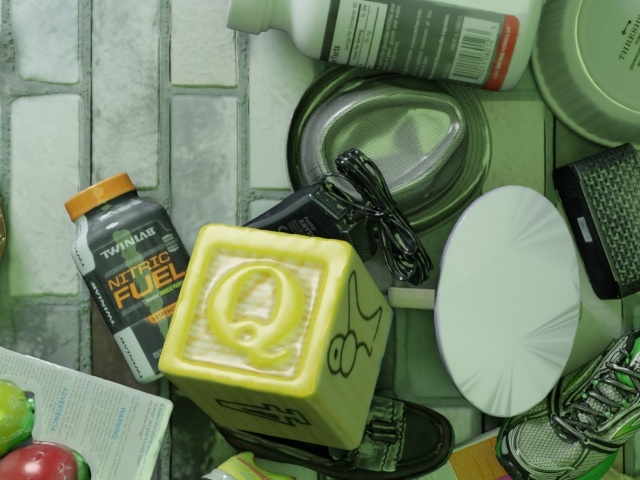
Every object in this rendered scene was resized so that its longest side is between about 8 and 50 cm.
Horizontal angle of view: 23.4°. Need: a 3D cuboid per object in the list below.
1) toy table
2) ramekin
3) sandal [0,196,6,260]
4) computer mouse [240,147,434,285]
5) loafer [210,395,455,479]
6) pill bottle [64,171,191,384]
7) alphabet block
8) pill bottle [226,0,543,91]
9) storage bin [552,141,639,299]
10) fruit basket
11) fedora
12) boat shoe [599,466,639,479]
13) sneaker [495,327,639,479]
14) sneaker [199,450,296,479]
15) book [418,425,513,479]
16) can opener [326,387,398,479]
[{"bbox_3d":[0.220,0.075,1.918,0.252,0.161,0.274,16,87,-5],"label":"toy table"},{"bbox_3d":[0.410,-0.253,1.967,0.272,0.127,0.273,0,88,-6],"label":"ramekin"},{"bbox_3d":[-0.429,-0.035,1.919,0.072,0.049,0.180,-6,73,-11],"label":"sandal"},{"bbox_3d":[0.000,0.000,1.898,0.272,0.072,0.188,-23,106,32],"label":"computer mouse"},{"bbox_3d":[0.007,0.231,1.861,0.302,0.095,0.109,3,75,22],"label":"loafer"},{"bbox_3d":[-0.221,0.042,1.891,0.130,0.130,0.246,-28,90,-6],"label":"pill bottle"},{"bbox_3d":[-0.045,0.112,1.773,0.193,0.197,0.192,6,67,20],"label":"alphabet block"},{"bbox_3d":[0.079,-0.311,1.873,0.363,0.210,0.210,10,86,-2],"label":"pill bottle"},{"bbox_3d":[0.371,-0.023,1.955,0.084,0.122,0.180,-21,90,-6],"label":"storage bin"},{"bbox_3d":[-0.383,0.293,1.829,0.353,0.165,0.327,16,86,3],"label":"fruit basket"},{"bbox_3d":[0.091,-0.123,1.932,0.275,0.124,0.244,-16,90,-6],"label":"fedora"},{"bbox_3d":[0.385,0.351,1.959,0.302,0.109,0.098,46,48,9],"label":"boat shoe"},{"bbox_3d":[0.350,0.184,1.886,0.343,0.146,0.134,-34,67,-25],"label":"sneaker"},{"bbox_3d":[-0.041,0.326,1.860,0.208,0.081,0.094,38,47,9],"label":"sneaker"},{"bbox_3d":[0.202,0.299,1.953,0.144,0.035,0.096,-23,91,10],"label":"book"},{"bbox_3d":[0.041,0.319,1.903,0.074,0.093,0.280,14,73,-33],"label":"can opener"}]
